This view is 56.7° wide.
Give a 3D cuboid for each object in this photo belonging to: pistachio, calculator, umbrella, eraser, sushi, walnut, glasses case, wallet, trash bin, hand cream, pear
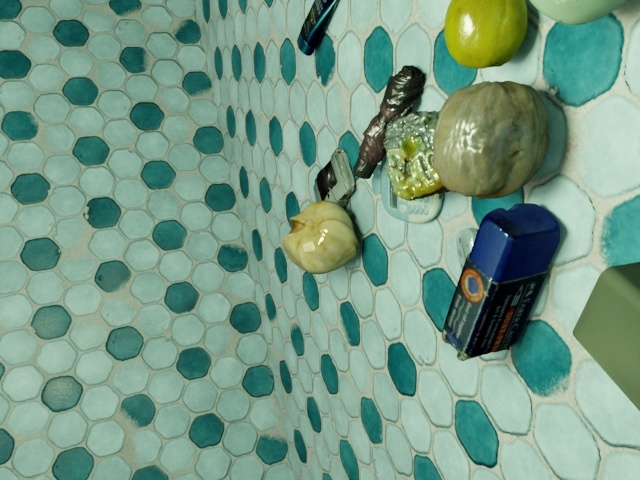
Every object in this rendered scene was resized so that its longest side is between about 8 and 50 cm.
[{"bbox_3d":[0.000,0.000,1.894,0.229,0.238,0.321,-67,9,-20],"label":"pistachio"},{"bbox_3d":[0.220,-0.143,1.541,0.302,0.042,0.188,-149,52,-62],"label":"calculator"},{"bbox_3d":[0.164,-0.288,1.498,0.094,0.090,0.326,-88,19,-54],"label":"umbrella"},{"bbox_3d":[0.353,0.090,1.165,0.101,0.155,0.332,54,145,44],"label":"eraser"},{"bbox_3d":[0.247,-0.194,1.303,0.274,0.139,0.184,-18,85,54],"label":"sushi"},{"bbox_3d":[0.310,-0.179,1.080,0.224,0.224,0.224,171,90,-68],"label":"walnut"},{"bbox_3d":[0.343,0.061,1.313,0.067,0.045,0.179,150,108,-68],"label":"glasses case"},{"bbox_3d":[0.037,-0.181,1.945,0.231,0.069,0.170,132,130,-62],"label":"wallet"},{"bbox_3d":[0.506,0.160,0.860,0.240,0.122,0.164,-121,31,-47],"label":"trash bin"},{"bbox_3d":[-0.001,-0.706,1.855,0.270,0.061,0.120,-52,46,52],"label":"hand cream"},{"bbox_3d":[0.303,-0.397,1.089,0.149,0.148,0.162,-149,61,-62],"label":"pear"}]

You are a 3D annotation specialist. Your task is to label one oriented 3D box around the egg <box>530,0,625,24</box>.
[{"bbox_3d":[0.371,-0.450,0.824,0.203,0.202,0.283,-149,54,-62],"label":"egg"}]
